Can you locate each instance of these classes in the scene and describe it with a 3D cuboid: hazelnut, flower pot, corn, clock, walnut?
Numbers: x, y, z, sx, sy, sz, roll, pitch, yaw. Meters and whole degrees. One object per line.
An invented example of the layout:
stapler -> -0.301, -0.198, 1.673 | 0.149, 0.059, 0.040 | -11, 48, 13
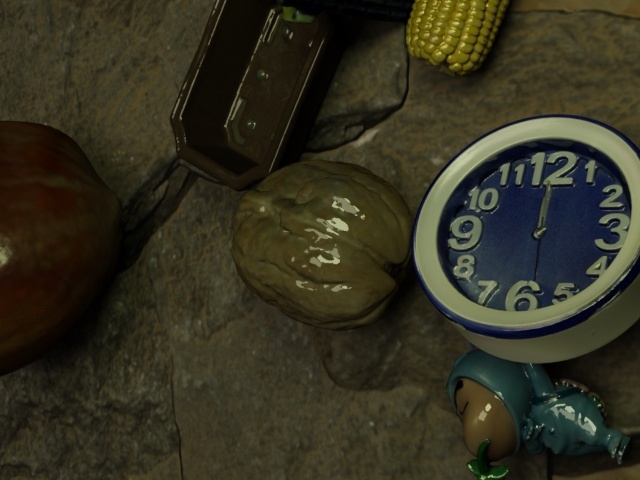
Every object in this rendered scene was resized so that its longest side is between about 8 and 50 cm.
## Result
hazelnut -> -0.437, 0.013, 1.397 | 0.366, 0.366, 0.365 | -4, 83, 37
flower pot -> -0.061, -0.186, 1.275 | 0.179, 0.084, 0.250 | 31, 103, 35
corn -> 0.161, -0.288, 1.113 | 0.093, 0.093, 0.244 | 26, 99, 35
clock -> 0.203, -0.002, 1.013 | 0.230, 0.083, 0.230 | -18, 50, 23
walnut -> -0.001, -0.001, 1.167 | 0.230, 0.178, 0.178 | 16, 95, 41

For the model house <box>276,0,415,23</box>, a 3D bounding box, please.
model house -> 0.024, -0.329, 1.159 | 0.170, 0.194, 0.211 | 16, 102, 45

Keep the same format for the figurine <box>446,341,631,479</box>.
figurine -> 0.192, 0.173, 1.029 | 0.178, 0.114, 0.144 | 20, 65, 26
